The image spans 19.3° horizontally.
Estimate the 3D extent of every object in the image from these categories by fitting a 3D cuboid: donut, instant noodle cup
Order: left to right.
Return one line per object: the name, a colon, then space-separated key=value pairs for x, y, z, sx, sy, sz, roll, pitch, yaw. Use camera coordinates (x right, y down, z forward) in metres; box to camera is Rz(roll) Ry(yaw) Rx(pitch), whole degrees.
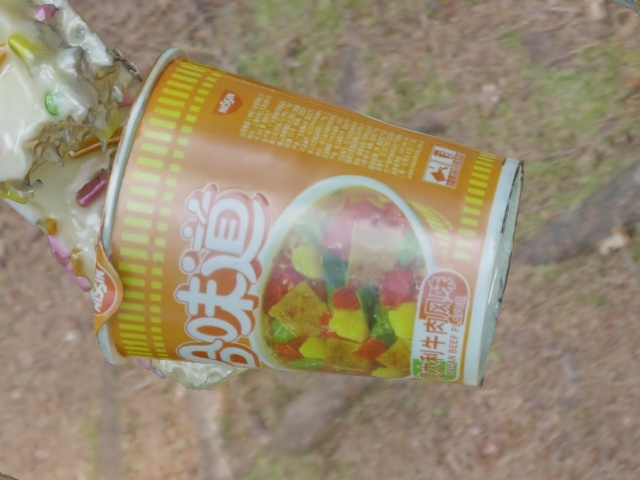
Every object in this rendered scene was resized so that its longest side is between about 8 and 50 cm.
donut: x=-0.171 y=-0.056 z=1.393 sx=0.150 sy=0.371 sz=0.307 roll=-41 pitch=41 yaw=-1
instant noodle cup: x=0.000 y=0.000 z=0.931 sx=0.185 sy=0.168 sz=0.168 roll=10 pitch=107 yaw=9

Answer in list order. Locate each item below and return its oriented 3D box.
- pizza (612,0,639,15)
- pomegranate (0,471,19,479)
pizza: x=0.218 y=-0.111 z=0.840 sx=0.184 sy=0.176 sz=0.036 roll=-7 pitch=60 yaw=23
pomegranate: x=-0.202 y=0.245 z=1.248 sx=0.276 sy=0.222 sz=0.204 roll=56 pitch=156 yaw=-17
